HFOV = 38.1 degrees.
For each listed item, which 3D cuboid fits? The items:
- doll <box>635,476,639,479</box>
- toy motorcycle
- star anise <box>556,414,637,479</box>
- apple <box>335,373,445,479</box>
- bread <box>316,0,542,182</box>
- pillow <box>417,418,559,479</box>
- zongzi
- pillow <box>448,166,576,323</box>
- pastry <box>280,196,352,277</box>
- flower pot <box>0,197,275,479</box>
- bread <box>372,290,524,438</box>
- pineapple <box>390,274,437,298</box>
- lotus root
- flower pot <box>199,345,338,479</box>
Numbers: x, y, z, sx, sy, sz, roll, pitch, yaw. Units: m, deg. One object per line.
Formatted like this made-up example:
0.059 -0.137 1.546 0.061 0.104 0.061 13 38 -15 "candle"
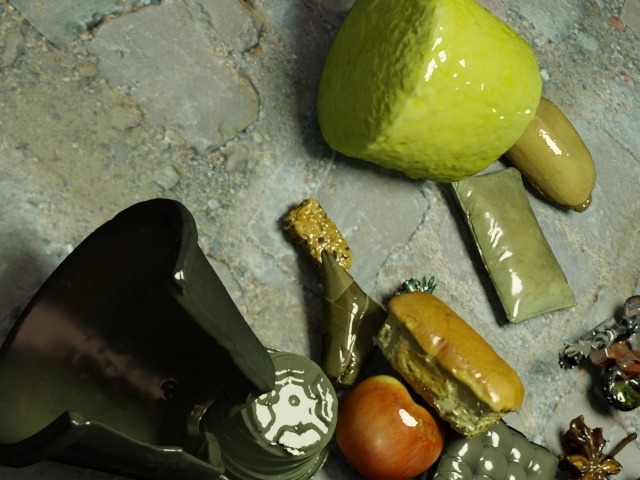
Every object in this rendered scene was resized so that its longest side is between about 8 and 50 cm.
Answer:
0.550 0.486 1.531 0.117 0.182 0.257 11 57 25 "doll"
0.553 0.204 1.682 0.400 0.134 0.207 -6 69 -33 "toy motorcycle"
0.478 0.395 1.583 0.233 0.073 0.177 20 61 -32 "star anise"
0.102 0.282 1.384 0.163 0.139 0.163 39 11 -9 "apple"
0.181 -0.271 1.599 0.307 0.348 0.348 21 57 -31 "bread"
0.237 0.412 1.428 0.228 0.101 0.326 37 55 -11 "pillow"
0.021 0.126 1.444 0.176 0.078 0.160 51 50 -17 "zongzi"
0.355 -0.002 1.709 0.184 0.075 0.303 -12 73 -35 "pillow"
0.000 0.000 1.523 0.080 0.056 0.140 -39 91 -25 "pastry"
-0.225 0.161 1.186 0.251 0.379 0.379 40 51 -31 "flower pot"
0.191 0.182 1.395 0.245 0.121 0.174 48 12 20 "bread"
0.203 0.158 1.541 0.221 0.083 0.103 54 42 4 "pineapple"
0.434 -0.187 1.803 0.303 0.131 0.146 49 26 -1 "lotus root"
-0.067 0.245 1.314 0.235 0.140 0.236 11 64 -23 "flower pot"
